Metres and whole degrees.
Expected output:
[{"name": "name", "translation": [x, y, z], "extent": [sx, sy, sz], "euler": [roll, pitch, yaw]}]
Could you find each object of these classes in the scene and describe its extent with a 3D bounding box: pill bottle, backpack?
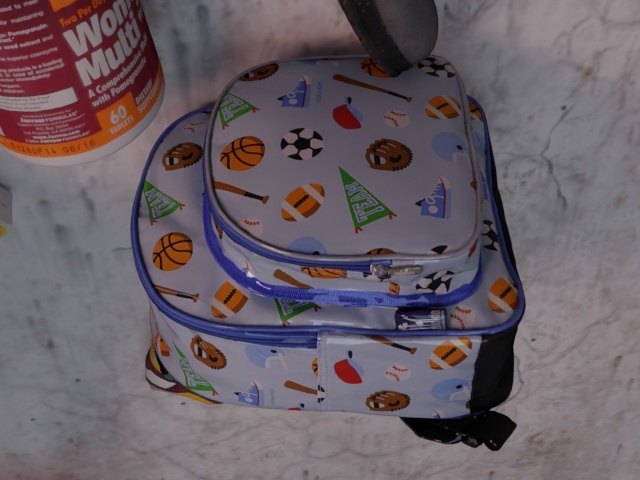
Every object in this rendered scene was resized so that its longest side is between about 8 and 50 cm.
[{"name": "pill bottle", "translation": [-0.175, -0.158, 0.669], "extent": [0.121, 0.121, 0.221], "euler": [-12, 139, 1]}, {"name": "backpack", "translation": [0.000, 0.000, 0.798], "extent": [0.263, 0.276, 0.213], "euler": [-7, 135, 5]}]

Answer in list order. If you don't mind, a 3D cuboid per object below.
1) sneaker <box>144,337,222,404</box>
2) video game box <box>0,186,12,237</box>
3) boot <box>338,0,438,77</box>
[{"name": "sneaker", "translation": [-0.070, 0.115, 1.055], "extent": [0.185, 0.070, 0.084], "euler": [7, 145, -12]}, {"name": "video game box", "translation": [-0.369, -0.013, 0.847], "extent": [0.205, 0.048, 0.187], "euler": [-33, 132, 23]}, {"name": "boot", "translation": [0.085, -0.249, 0.638], "extent": [0.222, 0.118, 0.338], "euler": [-22, 143, 4]}]
